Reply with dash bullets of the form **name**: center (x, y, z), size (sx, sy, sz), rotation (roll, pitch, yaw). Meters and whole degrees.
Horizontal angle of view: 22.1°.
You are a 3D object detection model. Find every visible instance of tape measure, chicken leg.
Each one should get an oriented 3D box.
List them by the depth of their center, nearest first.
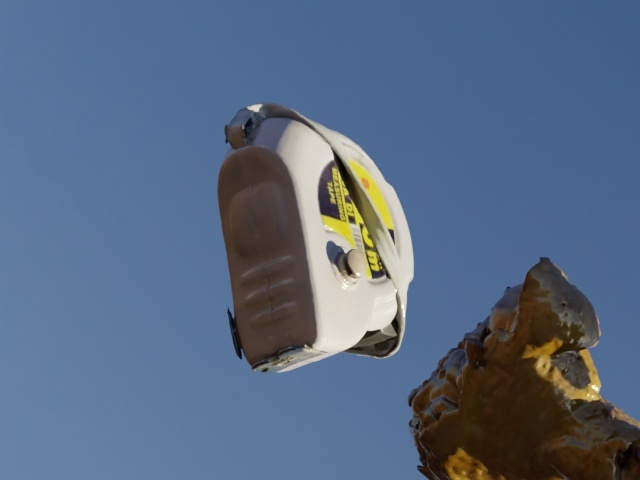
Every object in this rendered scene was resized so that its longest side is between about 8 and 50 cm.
- **tape measure**: center (0.000, 0.000, 1.408), size (0.120, 0.197, 0.236), rotation (-23, -112, 33)
- **chicken leg**: center (0.260, 0.172, 1.742), size (0.409, 0.182, 0.295), rotation (20, -70, 46)
